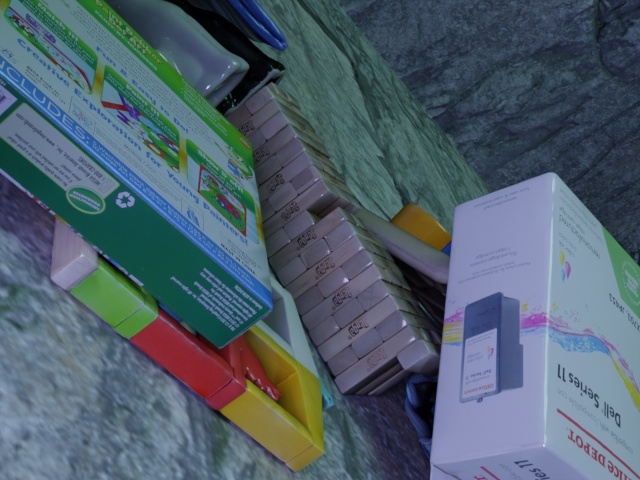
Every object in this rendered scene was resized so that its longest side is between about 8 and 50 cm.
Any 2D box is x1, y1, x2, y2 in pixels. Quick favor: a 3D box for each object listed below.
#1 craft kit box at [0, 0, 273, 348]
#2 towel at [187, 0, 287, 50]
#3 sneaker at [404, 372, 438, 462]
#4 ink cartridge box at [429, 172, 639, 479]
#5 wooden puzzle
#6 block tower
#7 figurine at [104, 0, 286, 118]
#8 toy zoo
[{"bbox_3d":[-0.141,-0.079,0.746,0.250,0.061,0.247,44,20,-27],"label":"craft kit box"},{"bbox_3d":[-0.149,-0.305,1.219,0.209,0.034,0.285,46,-3,-26],"label":"towel"},{"bbox_3d":[0.148,0.165,1.123,0.125,0.104,0.262,48,16,-16],"label":"sneaker"},{"bbox_3d":[0.211,0.143,0.987,0.207,0.119,0.353,39,47,-36],"label":"ink cartridge box"},{"bbox_3d":[0.187,0.071,1.286,0.348,0.080,0.322,43,-4,-31],"label":"wooden puzzle"},{"bbox_3d":[0.000,0.000,1.054,0.335,0.097,0.091,58,15,22],"label":"block tower"},{"bbox_3d":[-0.158,-0.220,1.093,0.209,0.092,0.215,47,15,4],"label":"figurine"},{"bbox_3d":[-0.081,0.050,0.803,0.293,0.030,0.192,45,17,-31],"label":"toy zoo"}]
